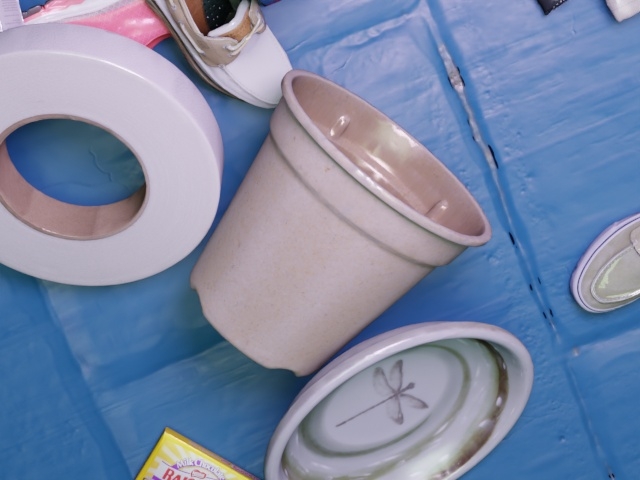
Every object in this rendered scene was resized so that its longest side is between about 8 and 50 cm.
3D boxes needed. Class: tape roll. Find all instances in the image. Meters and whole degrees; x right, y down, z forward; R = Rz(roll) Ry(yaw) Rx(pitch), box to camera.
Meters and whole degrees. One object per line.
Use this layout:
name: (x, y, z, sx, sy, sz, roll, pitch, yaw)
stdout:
tape roll: (-0.321, -0.100, 1.401, 0.392, 0.072, 0.392, 1, 132, 1)

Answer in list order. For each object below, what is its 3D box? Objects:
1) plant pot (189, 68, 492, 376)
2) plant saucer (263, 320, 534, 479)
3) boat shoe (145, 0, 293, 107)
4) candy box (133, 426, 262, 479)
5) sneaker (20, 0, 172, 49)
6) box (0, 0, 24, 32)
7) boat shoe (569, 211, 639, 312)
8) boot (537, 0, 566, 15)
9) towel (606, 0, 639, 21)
plant pot: (0.000, 0.000, 1.413, 0.334, 0.334, 0.305, 36, 109, -7)
plant saucer: (0.097, 0.231, 1.488, 0.400, 0.100, 0.400, -16, 137, -16)
boat shoe: (-0.130, -0.278, 1.395, 0.302, 0.103, 0.113, 42, 78, -32)
candy box: (-0.169, 0.373, 1.609, 0.206, 0.027, 0.105, 30, 96, -6)
sneaker: (-0.306, -0.268, 1.440, 0.314, 0.116, 0.136, -24, 102, 4)
box: (-0.544, -0.335, 1.394, 0.322, 0.058, 0.232, -8, 101, 26)
boat shoe: (0.486, 0.000, 1.509, 0.302, 0.094, 0.109, -37, 99, 6)
boot: (0.286, -0.350, 1.467, 0.121, 0.045, 0.099, -42, 102, 6)
towel: (0.463, -0.494, 1.444, 0.312, 0.056, 0.324, -26, 98, 1)
